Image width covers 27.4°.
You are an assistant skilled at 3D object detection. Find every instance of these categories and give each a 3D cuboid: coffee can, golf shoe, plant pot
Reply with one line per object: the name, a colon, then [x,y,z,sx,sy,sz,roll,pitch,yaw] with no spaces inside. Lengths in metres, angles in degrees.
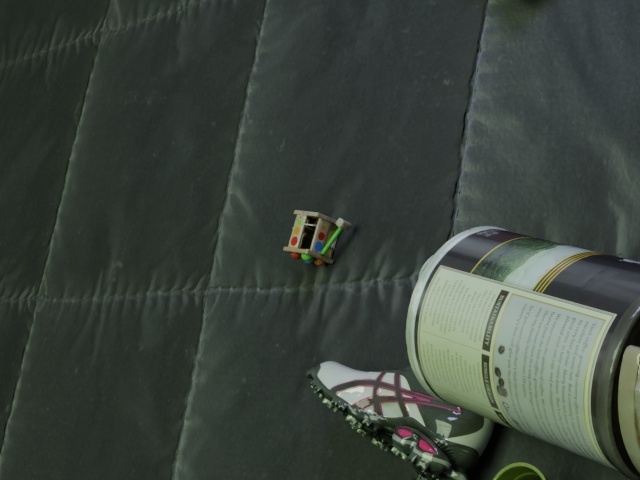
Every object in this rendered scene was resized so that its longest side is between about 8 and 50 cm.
coffee can: [0.248,0.105,1.309,0.275,0.201,0.201,16,85,51]
golf shoe: [0.097,0.192,1.543,0.273,0.105,0.120,27,78,45]
plant pot: [0.226,0.277,1.350,0.083,0.079,0.083,-24,56,41]

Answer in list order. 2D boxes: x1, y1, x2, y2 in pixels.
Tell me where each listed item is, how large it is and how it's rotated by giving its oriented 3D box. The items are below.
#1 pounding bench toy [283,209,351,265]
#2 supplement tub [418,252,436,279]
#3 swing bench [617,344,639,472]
pounding bench toy: [0.000,0.000,1.762,0.083,0.052,0.065,7,78,50]
supplement tub: [0.168,0.064,1.525,0.071,0.071,0.107,-56,40,14]
swing bench: [0.407,0.115,1.093,0.253,0.165,0.254,15,66,53]
